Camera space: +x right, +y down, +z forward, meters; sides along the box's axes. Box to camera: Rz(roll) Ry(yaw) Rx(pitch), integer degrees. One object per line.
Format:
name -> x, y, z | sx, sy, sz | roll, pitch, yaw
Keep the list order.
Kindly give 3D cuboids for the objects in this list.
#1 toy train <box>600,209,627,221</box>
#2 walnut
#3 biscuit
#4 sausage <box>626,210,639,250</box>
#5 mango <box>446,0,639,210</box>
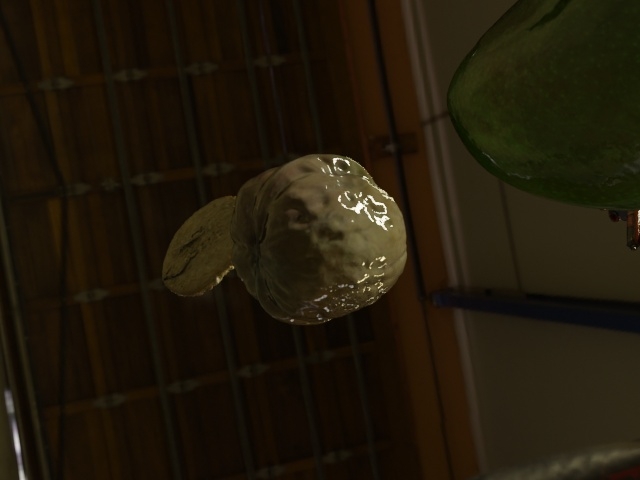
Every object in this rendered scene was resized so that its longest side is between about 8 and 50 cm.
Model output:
toy train -> 0.535, -0.094, 1.449 | 0.050, 0.138, 0.087 | -15, -138, 55
walnut -> 0.000, -0.002, 1.121 | 0.248, 0.248, 0.248 | 170, -90, -76
biscuit -> -0.200, 0.008, 1.412 | 0.033, 0.220, 0.220 | 43, 12, -37
sausage -> 0.523, -0.067, 1.337 | 0.028, 0.025, 0.198 | -20, -132, 41
mango -> 0.246, -0.136, 0.521 | 0.382, 0.225, 0.201 | -20, -135, 41
